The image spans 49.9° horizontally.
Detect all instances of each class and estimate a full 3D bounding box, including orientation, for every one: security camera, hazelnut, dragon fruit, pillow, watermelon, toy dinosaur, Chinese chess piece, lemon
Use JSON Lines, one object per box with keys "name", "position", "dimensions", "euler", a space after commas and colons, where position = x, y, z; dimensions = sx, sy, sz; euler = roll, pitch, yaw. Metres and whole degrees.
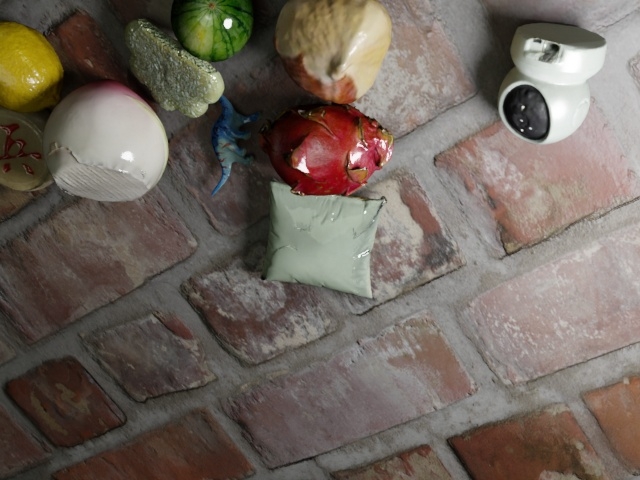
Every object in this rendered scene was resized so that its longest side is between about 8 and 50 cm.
{"name": "security camera", "position": [0.478, -0.320, 1.448], "dimensions": [0.194, 0.194, 0.236], "euler": [12, 125, 8]}
{"name": "hazelnut", "position": [0.034, -0.419, 1.477], "dimensions": [0.261, 0.241, 0.261], "euler": [4, 122, 6]}
{"name": "dragon fruit", "position": [0.005, -0.210, 1.598], "dimensions": [0.315, 0.250, 0.250], "euler": [14, 120, -1]}
{"name": "pillow", "position": [0.000, 0.000, 1.775], "dimensions": [0.310, 0.119, 0.312], "euler": [9, 119, 6]}
{"name": "watermelon", "position": [-0.242, -0.498, 1.547], "dimensions": [0.188, 0.214, 0.188], "euler": [-1, 93, -10]}
{"name": "toy dinosaur", "position": [-0.223, -0.257, 1.725], "dimensions": [0.144, 0.076, 0.329], "euler": [8, 117, 18]}
{"name": "Chinese chess piece", "position": [-0.807, -0.256, 1.860], "dimensions": [0.249, 0.103, 0.250], "euler": [5, 118, 10]}
{"name": "lemon", "position": [-0.752, -0.427, 1.696], "dimensions": [0.204, 0.204, 0.260], "euler": [-38, 103, 28]}

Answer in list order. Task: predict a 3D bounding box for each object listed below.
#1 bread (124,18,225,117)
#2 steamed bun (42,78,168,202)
{"name": "bread", "position": [-0.362, -0.395, 1.660], "dimensions": [0.286, 0.056, 0.207], "euler": [34, 141, 9]}
{"name": "steamed bun", "position": [-0.526, -0.265, 1.701], "dimensions": [0.309, 0.309, 0.309], "euler": [6, 119, 11]}
